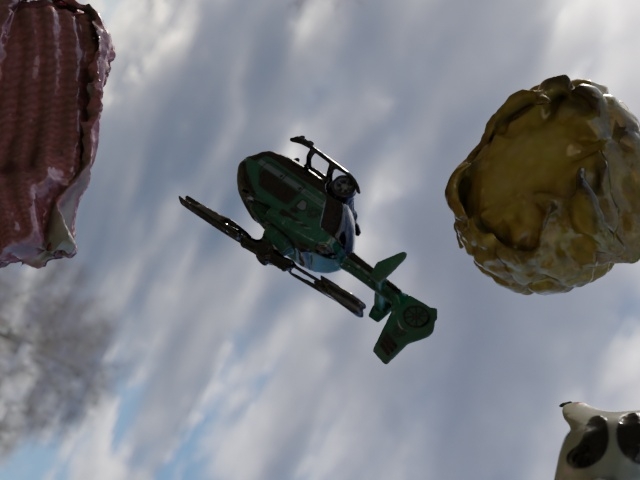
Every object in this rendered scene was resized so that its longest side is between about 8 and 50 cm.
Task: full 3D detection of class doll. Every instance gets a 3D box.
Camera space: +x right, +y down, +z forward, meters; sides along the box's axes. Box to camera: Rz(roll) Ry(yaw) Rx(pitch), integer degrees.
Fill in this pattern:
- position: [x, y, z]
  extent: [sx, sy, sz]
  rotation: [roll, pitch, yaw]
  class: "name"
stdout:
- position: [0.221, 0.208, 1.072]
  extent: [0.107, 0.110, 0.181]
  rotation: [-3, 88, -71]
  class: "doll"

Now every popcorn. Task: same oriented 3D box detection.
- position: [0.265, -0.051, 1.663]
  extent: [0.250, 0.250, 0.190]
  rotation: [-63, 155, 0]
  class: "popcorn"

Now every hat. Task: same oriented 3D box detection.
- position: [-0.222, -0.092, 0.978]
  extent: [0.107, 0.236, 0.286]
  rotation: [61, 36, -52]
  class: "hat"

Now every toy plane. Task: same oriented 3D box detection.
- position: [0.000, 0.000, 1.855]
  extent: [0.155, 0.381, 0.106]
  rotation: [-42, 155, -23]
  class: "toy plane"
